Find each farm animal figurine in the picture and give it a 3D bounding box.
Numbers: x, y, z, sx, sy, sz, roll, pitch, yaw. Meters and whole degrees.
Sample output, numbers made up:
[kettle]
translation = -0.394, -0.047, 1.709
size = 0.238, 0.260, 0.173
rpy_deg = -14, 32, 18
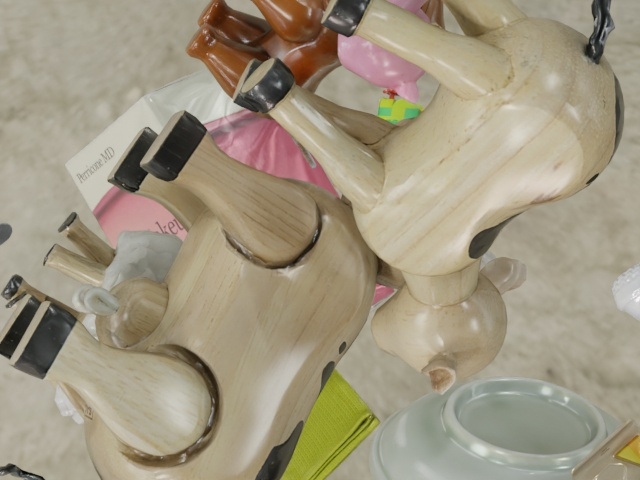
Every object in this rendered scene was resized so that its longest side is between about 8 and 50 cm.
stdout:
[farm animal figurine]
translation = 0.000, 0.000, 0.630
size = 0.172, 0.330, 0.326
rpy_deg = 36, 95, -15

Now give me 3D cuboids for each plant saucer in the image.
[plant saucer]
translation = 0.267, 0.273, 1.899
size = 0.401, 0.400, 0.100
rpy_deg = 3, 113, -5

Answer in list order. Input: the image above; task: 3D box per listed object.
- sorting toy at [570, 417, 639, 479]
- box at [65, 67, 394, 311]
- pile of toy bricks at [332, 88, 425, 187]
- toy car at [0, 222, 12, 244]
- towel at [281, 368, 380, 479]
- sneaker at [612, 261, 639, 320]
[sorting toy]
translation = 0.192, 0.165, 0.928
size = 0.083, 0.012, 0.062
rpy_deg = -40, 92, -9
[box]
translation = -0.075, -0.010, 1.152
size = 0.127, 0.149, 0.232
rpy_deg = -31, 89, -41
[pile of toy bricks]
translation = 0.078, -0.106, 1.489
size = 0.212, 0.118, 0.105
rpy_deg = 6, 80, 25
[toy car]
translation = -0.433, 0.031, 1.559
size = 0.188, 0.149, 0.155
rpy_deg = -49, 135, 3
[towel]
translation = -0.064, 0.196, 1.156
size = 0.237, 0.102, 0.021
rpy_deg = -43, 136, -1
[sneaker]
translation = 0.499, 0.130, 1.599
size = 0.366, 0.210, 0.137
rpy_deg = 12, 143, -28
